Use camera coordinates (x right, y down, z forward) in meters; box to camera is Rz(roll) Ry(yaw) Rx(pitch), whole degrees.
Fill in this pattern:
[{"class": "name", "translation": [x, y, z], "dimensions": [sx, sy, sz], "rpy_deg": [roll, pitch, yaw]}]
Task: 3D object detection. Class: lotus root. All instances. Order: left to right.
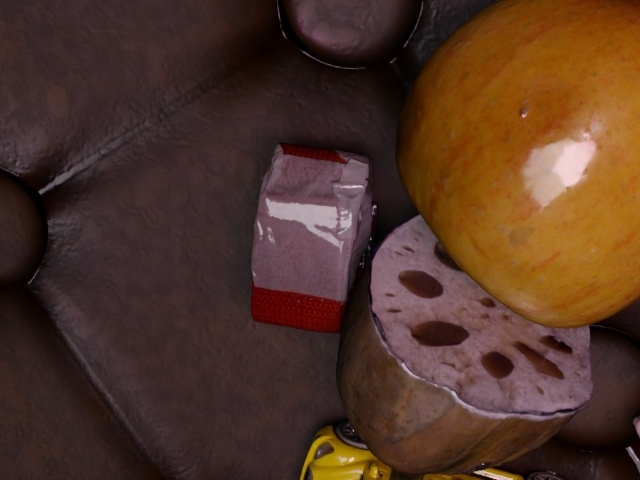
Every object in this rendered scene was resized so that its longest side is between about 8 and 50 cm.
[{"class": "lotus root", "translation": [0.134, 0.121, 1.160], "dimensions": [0.272, 0.272, 0.192], "rpy_deg": [25, 126, 2]}]

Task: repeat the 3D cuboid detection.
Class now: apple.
[{"class": "apple", "translation": [0.220, -0.083, 1.047], "dimensions": [0.299, 0.299, 0.275], "rpy_deg": [44, 98, -5]}]

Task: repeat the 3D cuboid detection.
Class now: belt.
[{"class": "belt", "translation": [0.000, 0.000, 1.193], "dimensions": [0.124, 0.128, 0.200], "rpy_deg": [9, 112, 6]}]

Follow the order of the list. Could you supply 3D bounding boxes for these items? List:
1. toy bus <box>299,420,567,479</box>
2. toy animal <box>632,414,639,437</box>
[{"class": "toy bus", "translation": [0.131, 0.319, 1.261], "dimensions": [0.330, 0.152, 0.144], "rpy_deg": [14, 110, 5]}, {"class": "toy animal", "translation": [0.434, 0.235, 1.203], "dimensions": [0.212, 0.124, 0.124], "rpy_deg": [45, 110, 1]}]
